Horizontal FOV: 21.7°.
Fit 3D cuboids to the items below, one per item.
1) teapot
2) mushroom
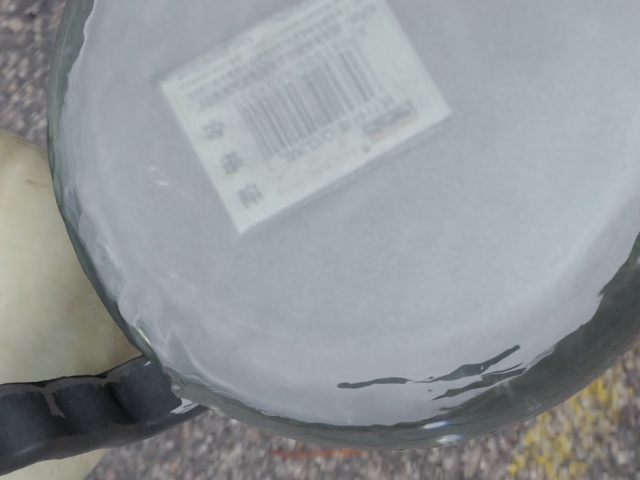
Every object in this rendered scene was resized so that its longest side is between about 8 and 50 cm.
[{"bbox_3d":[0.022,0.008,0.644,0.223,0.285,0.305,30,88,15],"label":"teapot"},{"bbox_3d":[-0.202,0.058,0.800,0.246,0.246,0.202,-4,148,10],"label":"mushroom"}]
